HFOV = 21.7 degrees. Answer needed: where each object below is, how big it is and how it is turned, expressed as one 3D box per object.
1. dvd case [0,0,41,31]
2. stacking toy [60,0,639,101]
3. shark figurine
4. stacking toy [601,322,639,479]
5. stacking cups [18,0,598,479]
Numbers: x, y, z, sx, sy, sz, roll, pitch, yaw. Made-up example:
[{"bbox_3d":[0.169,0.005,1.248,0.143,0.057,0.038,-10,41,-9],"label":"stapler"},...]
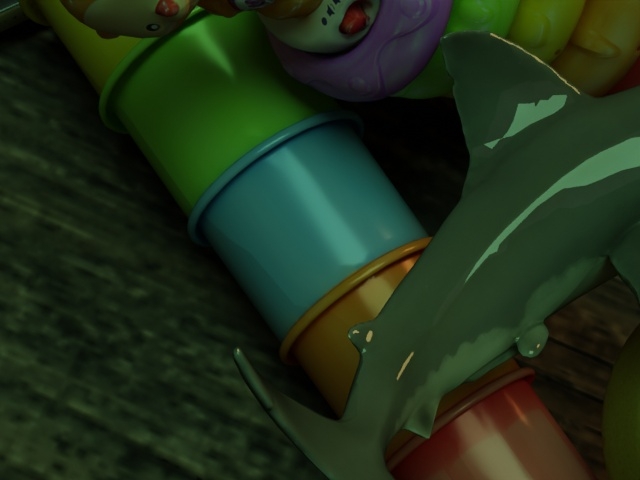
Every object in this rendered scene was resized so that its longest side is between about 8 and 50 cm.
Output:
[{"bbox_3d":[-0.160,-0.164,0.752,0.221,0.018,0.164,-30,66,-20],"label":"dvd case"},{"bbox_3d":[0.034,-0.113,0.625,0.301,0.175,0.166,-13,62,-38],"label":"stacking toy"},{"bbox_3d":[0.059,-0.010,0.564,0.278,0.166,0.116,-34,104,-28],"label":"shark figurine"},{"bbox_3d":[0.144,0.176,0.520,0.279,0.130,0.309,-27,84,-13],"label":"stacking toy"},{"bbox_3d":[0.000,0.000,0.669,0.096,0.096,0.316,-30,76,-22],"label":"stacking cups"}]
